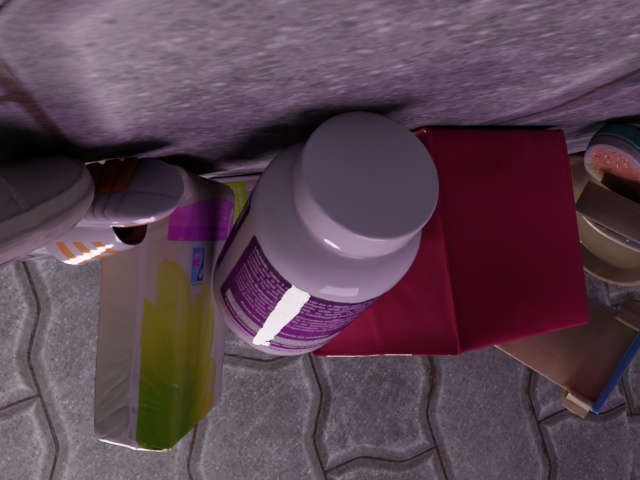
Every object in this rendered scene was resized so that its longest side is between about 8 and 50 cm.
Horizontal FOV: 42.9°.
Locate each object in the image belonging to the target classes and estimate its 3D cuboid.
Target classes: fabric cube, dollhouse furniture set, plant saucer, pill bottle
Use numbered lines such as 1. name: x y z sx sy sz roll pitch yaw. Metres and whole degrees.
1. fabric cube: 0.146 0.004 1.033 0.258 0.254 0.259 -7 179 -40
2. dollhouse furniture set: 0.347 0.062 1.207 0.287 0.303 0.198 30 -172 19
3. plant saucer: 0.524 -0.042 1.511 0.041 0.277 0.278 -33 -172 -21
4. pill bottle: 0.000 0.000 0.820 0.169 0.169 0.301 -7 161 -22

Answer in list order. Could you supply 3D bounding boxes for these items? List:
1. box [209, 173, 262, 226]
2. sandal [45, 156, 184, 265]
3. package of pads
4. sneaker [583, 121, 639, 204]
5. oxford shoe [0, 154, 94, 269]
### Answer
1. box: -0.061 -0.034 1.148 0.203 0.114 0.103 -6 177 -18
2. sandal: -0.243 -0.021 0.792 0.266 0.076 0.102 -3 -144 20
3. package of pads: -0.173 0.068 0.940 0.101 0.296 0.229 4 180 5
4. sneaker: 0.461 -0.121 1.144 0.108 0.121 0.302 24 180 37
5. oxford shoe: -0.303 -0.016 0.541 0.169 0.130 0.449 -13 -168 22
